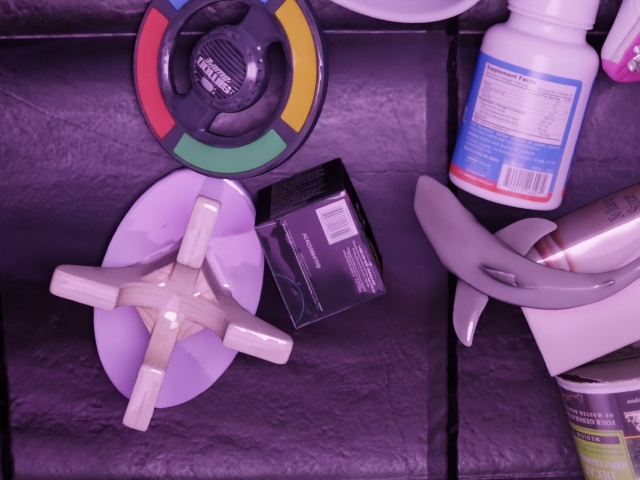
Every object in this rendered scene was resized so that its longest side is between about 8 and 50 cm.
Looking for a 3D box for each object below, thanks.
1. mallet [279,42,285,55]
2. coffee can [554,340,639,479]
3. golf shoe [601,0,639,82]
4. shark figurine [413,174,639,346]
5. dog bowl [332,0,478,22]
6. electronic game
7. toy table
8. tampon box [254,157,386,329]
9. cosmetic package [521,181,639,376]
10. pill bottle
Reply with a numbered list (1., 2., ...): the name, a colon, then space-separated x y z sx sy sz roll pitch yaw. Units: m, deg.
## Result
1. mallet: -0.024 -0.279 1.867 0.039 0.062 0.189 0 89 0
2. coffee can: 0.377 0.233 1.899 0.202 0.201 0.275 -17 103 5
3. golf shoe: 0.366 -0.295 1.773 0.306 0.115 0.140 -55 54 29
4. shark figurine: 0.218 0.027 1.748 0.278 0.116 0.166 6 86 13
5. dog bowl: 0.065 -0.340 1.733 0.265 0.265 0.104 31 58 -7
6. electronic game: -0.095 -0.176 1.841 0.229 0.048 0.229 4 98 27
7. toy table: -0.151 0.065 1.886 0.252 0.161 0.274 6 103 -1
8. tampon box: 0.000 0.000 1.866 0.101 0.161 0.120 -21 104 5
9. cosmetic package: 0.346 0.013 1.872 0.296 0.153 0.129 -25 100 5
10. pill bottle: 0.216 -0.152 1.845 0.124 0.124 0.221 14 103 -3
